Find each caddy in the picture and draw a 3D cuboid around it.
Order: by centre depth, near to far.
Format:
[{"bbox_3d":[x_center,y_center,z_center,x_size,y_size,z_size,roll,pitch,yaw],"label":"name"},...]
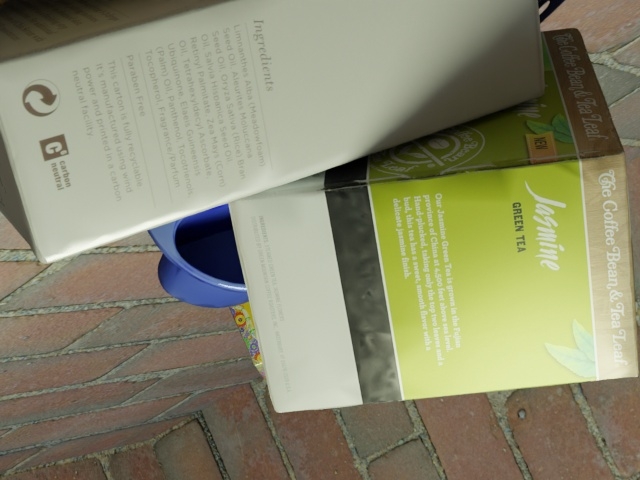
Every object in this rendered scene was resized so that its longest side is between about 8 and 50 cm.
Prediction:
[{"bbox_3d":[-0.058,-0.063,1.463,0.341,0.241,0.179,-18,172,-27],"label":"caddy"}]

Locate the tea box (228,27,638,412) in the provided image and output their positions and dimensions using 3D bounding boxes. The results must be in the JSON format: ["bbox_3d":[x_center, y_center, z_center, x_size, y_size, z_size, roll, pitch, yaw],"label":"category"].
[{"bbox_3d":[0.108,-0.030,1.187,0.324,0.220,0.329,-6,-154,7],"label":"tea box"}]

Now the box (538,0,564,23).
[{"bbox_3d":[0.190,-0.280,1.162,0.036,0.225,0.136,23,145,-19],"label":"box"}]

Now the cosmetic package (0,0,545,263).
[{"bbox_3d":[-0.067,-0.154,1.061,0.453,0.161,0.230,-20,-154,-20],"label":"cosmetic package"}]

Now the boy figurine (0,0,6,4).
[{"bbox_3d":[-0.232,-0.217,0.921,0.285,0.092,0.177,-11,158,-34],"label":"boy figurine"}]

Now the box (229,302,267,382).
[{"bbox_3d":[0.000,0.000,1.703,0.290,0.279,0.177,-24,166,-3],"label":"box"}]
